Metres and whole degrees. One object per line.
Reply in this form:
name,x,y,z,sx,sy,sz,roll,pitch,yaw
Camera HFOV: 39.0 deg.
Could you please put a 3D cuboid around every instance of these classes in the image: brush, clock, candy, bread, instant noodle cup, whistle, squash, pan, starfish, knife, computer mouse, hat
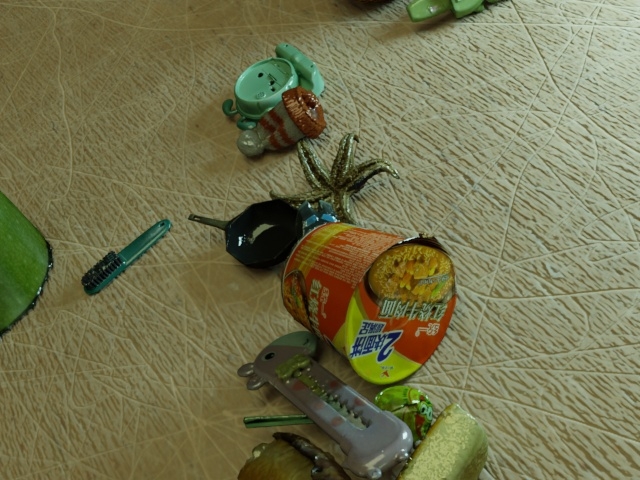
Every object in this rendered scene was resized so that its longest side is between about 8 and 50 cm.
brush,-0.344,0.021,1.591,0.193,0.032,0.043,-43,48,-11
clock,-0.096,-0.284,1.715,0.189,0.060,0.148,-39,48,-8
candy,0.021,0.239,1.218,0.262,0.073,0.077,-6,28,15
bread,0.131,0.301,1.085,0.068,0.125,0.188,27,67,25
instant noodle cup,0.059,0.071,1.267,0.213,0.213,0.174,-47,41,-17
whistle,0.269,-0.468,1.688,0.228,0.105,0.085,-24,17,8
squash,-0.681,-0.003,1.572,0.310,0.309,0.310,-12,50,15
pan,-0.112,-0.021,1.511,0.128,0.048,0.202,-43,50,-15
starfish,0.025,-0.083,1.503,0.213,0.057,0.238,-27,61,9
knife,0.004,0.202,1.190,0.132,0.038,0.399,-32,26,-16
computer mouse,0.000,0.000,1.430,0.079,0.047,0.135,-6,71,-19
hat,-0.076,-0.202,1.637,0.162,0.093,0.112,-35,34,18

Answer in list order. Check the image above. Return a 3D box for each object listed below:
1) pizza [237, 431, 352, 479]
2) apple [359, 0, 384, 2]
pizza,-0.039,0.404,0.994,0.392,0.080,0.434,-23,39,56
apple,0.117,-0.587,1.777,0.254,0.253,0.253,-12,49,14
